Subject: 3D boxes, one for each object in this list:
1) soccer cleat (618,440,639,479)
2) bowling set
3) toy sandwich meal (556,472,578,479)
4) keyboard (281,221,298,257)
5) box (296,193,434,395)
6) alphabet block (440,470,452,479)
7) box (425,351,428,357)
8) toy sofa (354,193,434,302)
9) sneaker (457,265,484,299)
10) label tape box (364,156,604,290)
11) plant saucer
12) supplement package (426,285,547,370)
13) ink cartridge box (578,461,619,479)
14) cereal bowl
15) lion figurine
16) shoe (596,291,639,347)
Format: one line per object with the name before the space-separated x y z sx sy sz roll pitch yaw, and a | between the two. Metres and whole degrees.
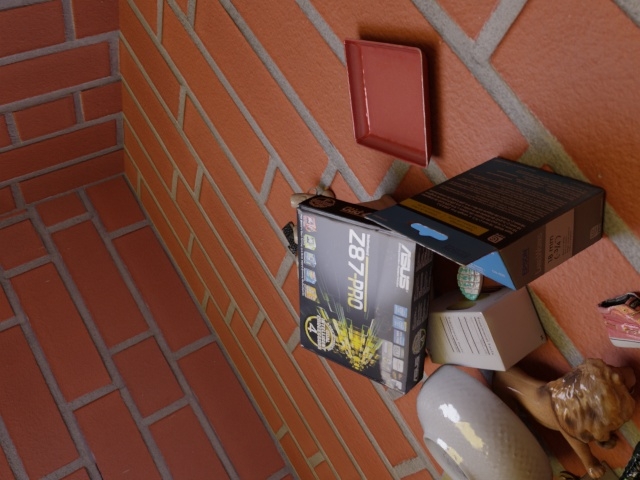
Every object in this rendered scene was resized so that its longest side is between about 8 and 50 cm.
soccer cleat | 0.602 0.438 1.175 0.060 0.072 0.178 40 144 40
bowling set | 0.000 0.000 1.836 0.200 0.154 0.286 95 170 -77
toy sandwich meal | 0.561 0.562 1.401 0.085 0.029 0.085 42 145 38
keyboard | -0.081 0.031 2.131 0.180 0.023 0.108 62 154 7
box | 0.094 0.118 1.429 0.318 0.097 0.394 18 120 33
alphabet block | 0.422 0.633 1.539 0.197 0.192 0.193 44 148 35
box | 0.196 0.265 1.791 0.220 0.051 0.175 59 153 11
toy sofa | 0.184 0.076 1.556 0.150 0.177 0.362 -117 16 -70
sneaker | 0.334 0.043 1.305 0.065 0.076 0.166 20 112 53
label tape box | 0.281 -0.021 1.078 0.241 0.334 0.105 30 137 49
plant saucer | 0.157 -0.312 1.381 0.258 0.048 0.259 30 137 49
supplement package | 0.341 0.188 1.366 0.244 0.139 0.133 -14 100 62
ink cartridge box | 0.582 0.538 1.266 0.135 0.099 0.056 53 152 26
cereal bowl | 0.329 0.445 1.366 0.339 0.141 0.339 48 164 19
lion figurine | 0.453 0.325 1.260 0.392 0.142 0.240 -5 122 54
shoe | 0.542 0.133 1.036 0.081 0.064 0.178 61 158 -4
